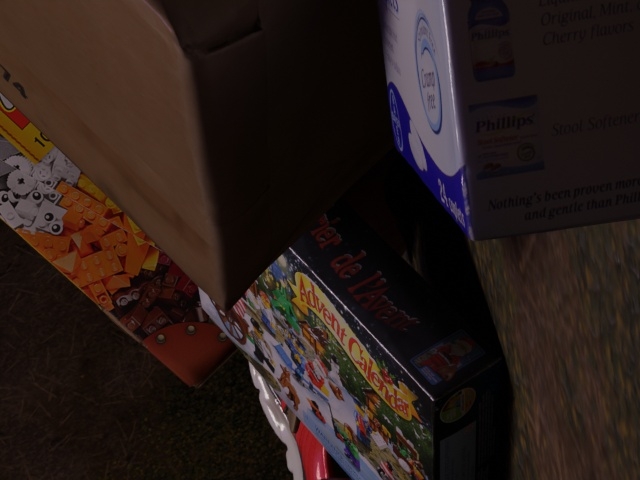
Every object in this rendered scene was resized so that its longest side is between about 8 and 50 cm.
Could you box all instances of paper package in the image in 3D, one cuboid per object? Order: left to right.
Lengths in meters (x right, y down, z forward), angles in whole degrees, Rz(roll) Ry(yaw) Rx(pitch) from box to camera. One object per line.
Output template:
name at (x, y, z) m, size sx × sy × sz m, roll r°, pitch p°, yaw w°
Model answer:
paper package at (-0.096, -0.171, 0.762) m, size 0.325 × 0.168 × 0.309 m, roll 43°, pitch 166°, yaw 13°

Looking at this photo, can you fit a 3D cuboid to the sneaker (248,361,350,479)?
sneaker at (0.023, 0.125, 1.399) m, size 0.118 × 0.107 × 0.279 m, roll 123°, pitch 138°, yaw -55°

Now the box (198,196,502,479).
box at (0.007, 0.048, 1.012) m, size 0.233 × 0.044 × 0.159 m, roll 46°, pitch 156°, yaw 34°

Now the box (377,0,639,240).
box at (0.057, -0.083, 0.547) m, size 0.126 × 0.072 × 0.137 m, roll -118°, pitch 19°, yaw -74°

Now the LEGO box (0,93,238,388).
LEGO box at (-0.192, -0.135, 1.674) m, size 0.372 × 0.193 × 0.500 m, roll 44°, pitch -173°, yaw -18°

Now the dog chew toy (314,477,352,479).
dog chew toy at (0.013, 0.273, 1.100) m, size 0.332 × 0.206 × 0.207 m, roll -93°, pitch -3°, yaw -53°

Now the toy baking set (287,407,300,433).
toy baking set at (0.001, -0.004, 1.325) m, size 0.197 × 0.030 × 0.256 m, roll 111°, pitch 160°, yaw -58°

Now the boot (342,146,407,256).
boot at (-0.025, -0.106, 1.137) m, size 0.207 × 0.090 × 0.248 m, roll 58°, pitch 173°, yaw 28°
